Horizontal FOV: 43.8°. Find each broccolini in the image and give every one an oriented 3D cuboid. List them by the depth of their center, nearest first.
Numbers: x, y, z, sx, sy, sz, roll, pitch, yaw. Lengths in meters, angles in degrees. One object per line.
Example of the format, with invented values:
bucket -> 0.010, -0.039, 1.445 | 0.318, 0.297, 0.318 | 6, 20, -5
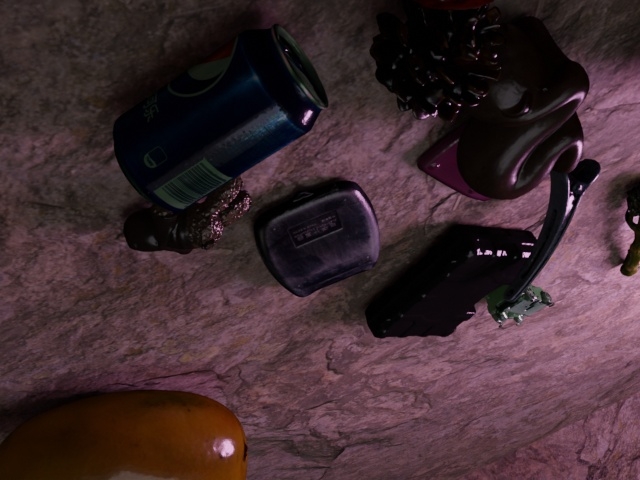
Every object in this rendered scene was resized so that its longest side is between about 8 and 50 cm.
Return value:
broccolini -> 0.607, -0.019, 1.504 | 0.074, 0.078, 0.392 | -34, 158, 2

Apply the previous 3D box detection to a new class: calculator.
calculator -> 0.230, -0.109, 1.113 | 0.127, 0.034, 0.191 | -37, 146, 29
calculator -> 0.000, 0.000, 1.150 | 0.177, 0.040, 0.268 | -24, 147, 1

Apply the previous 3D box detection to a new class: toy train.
toy train -> 0.379, 0.112, 1.547 | 0.099, 0.081, 0.149 | -40, 152, 31

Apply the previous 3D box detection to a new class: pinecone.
pinecone -> 0.120, -0.191, 0.791 | 0.140, 0.140, 0.121 | 9, 155, -43

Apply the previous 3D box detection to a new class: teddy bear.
teddy bear -> -0.157, -0.019, 0.967 | 0.161, 0.077, 0.119 | -22, 155, 0

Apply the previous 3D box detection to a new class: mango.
mango -> -0.337, 0.384, 1.396 | 0.446, 0.232, 0.300 | 9, 145, -28

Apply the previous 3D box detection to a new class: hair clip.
hair clip -> 0.362, -0.007, 1.273 | 0.083, 0.048, 0.275 | -8, 129, -28

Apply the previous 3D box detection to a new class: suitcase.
suitcase -> 0.230, 0.078, 1.396 | 0.206, 0.066, 0.285 | 4, 143, -37

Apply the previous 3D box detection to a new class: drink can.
drink can -> -0.099, -0.120, 0.791 | 0.205, 0.118, 0.118 | -29, 150, 15

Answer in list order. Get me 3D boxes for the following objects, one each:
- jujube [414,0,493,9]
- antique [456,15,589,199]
jujube -> 0.143, -0.284, 0.640 | 0.155, 0.155, 0.230 | -2, 153, -30
antique -> 0.225, -0.147, 0.941 | 0.144, 0.121, 0.256 | -25, 149, -2
